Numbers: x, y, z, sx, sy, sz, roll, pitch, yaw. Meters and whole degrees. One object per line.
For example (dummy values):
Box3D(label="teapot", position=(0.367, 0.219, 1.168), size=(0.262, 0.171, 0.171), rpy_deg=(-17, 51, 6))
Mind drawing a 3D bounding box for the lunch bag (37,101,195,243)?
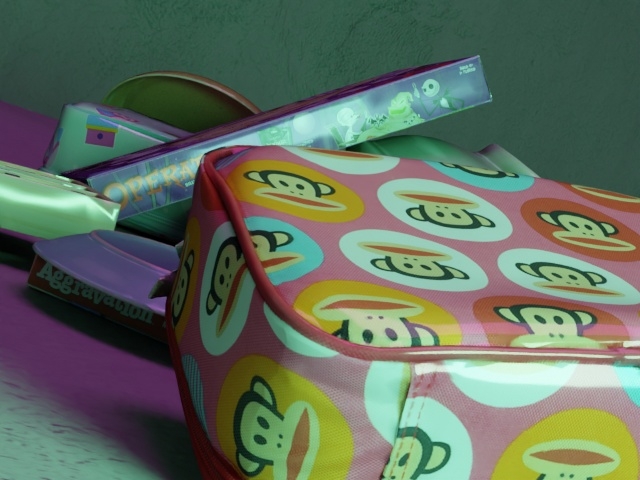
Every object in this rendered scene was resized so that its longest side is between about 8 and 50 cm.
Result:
Box3D(label="lunch bag", position=(-0.164, -0.065, 1.682), size=(0.224, 0.108, 0.279), rpy_deg=(19, 3, 4))

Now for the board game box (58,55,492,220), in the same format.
Box3D(label="board game box", position=(-0.047, -0.087, 1.437), size=(0.346, 0.056, 0.208), rpy_deg=(-18, 11, -15))

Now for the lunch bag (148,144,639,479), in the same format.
Box3D(label="lunch bag", position=(0.078, 0.037, 0.746), size=(0.293, 0.120, 0.258), rpy_deg=(8, 24, -17))

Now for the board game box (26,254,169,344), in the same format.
Box3D(label="board game box", position=(-0.076, 0.046, 1.140), size=(0.145, 0.027, 0.281), rpy_deg=(20, 3, 16))

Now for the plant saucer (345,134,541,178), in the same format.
Box3D(label="plant saucer", position=(0.199, 0.018, 1.477), size=(0.400, 0.100, 0.400), rpy_deg=(42, 3, -3))

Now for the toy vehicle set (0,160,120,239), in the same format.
Box3D(label="toy vehicle set", position=(-0.281, -0.049, 1.133), size=(0.266, 0.035, 0.166), rpy_deg=(15, 2, -20))

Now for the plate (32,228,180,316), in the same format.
Box3D(label="plate", position=(-0.084, 0.025, 1.018), size=(0.188, 0.024, 0.188), rpy_deg=(20, 4, -1))

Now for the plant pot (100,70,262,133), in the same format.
Box3D(label="plant pot", position=(-0.134, -0.104, 1.841), size=(0.236, 0.032, 0.236), rpy_deg=(14, -39, 12))
